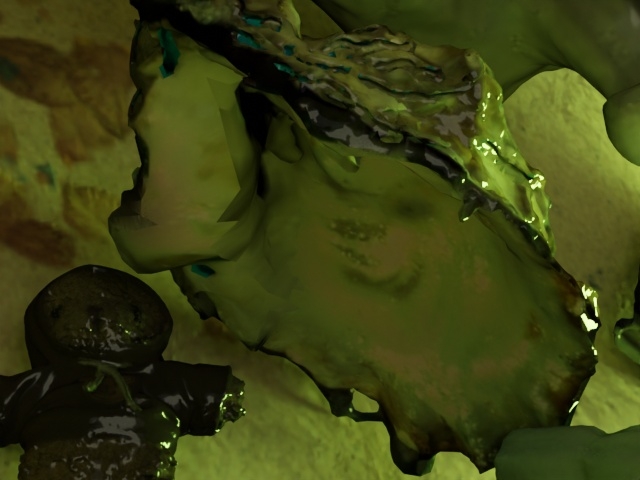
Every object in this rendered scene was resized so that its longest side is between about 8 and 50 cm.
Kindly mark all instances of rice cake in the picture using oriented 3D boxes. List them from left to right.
[{"bbox_3d":[0.153,0.148,0.688,0.222,0.080,0.042,54,40,-38],"label":"rice cake"}]

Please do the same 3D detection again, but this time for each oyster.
[{"bbox_3d":[0.005,-0.005,0.667,0.259,0.198,0.092,39,51,-16],"label":"oyster"}]

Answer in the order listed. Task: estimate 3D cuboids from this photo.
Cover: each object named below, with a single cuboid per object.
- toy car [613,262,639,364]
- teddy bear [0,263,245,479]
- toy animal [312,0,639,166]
[{"bbox_3d":[0.274,-0.007,0.830,0.172,0.235,0.158,30,39,-14],"label":"toy car"},{"bbox_3d":[-0.089,0.084,0.652,0.119,0.078,0.160,1,43,-7],"label":"teddy bear"},{"bbox_3d":[0.021,-0.183,0.788,0.344,0.194,0.303,50,26,-19],"label":"toy animal"}]
